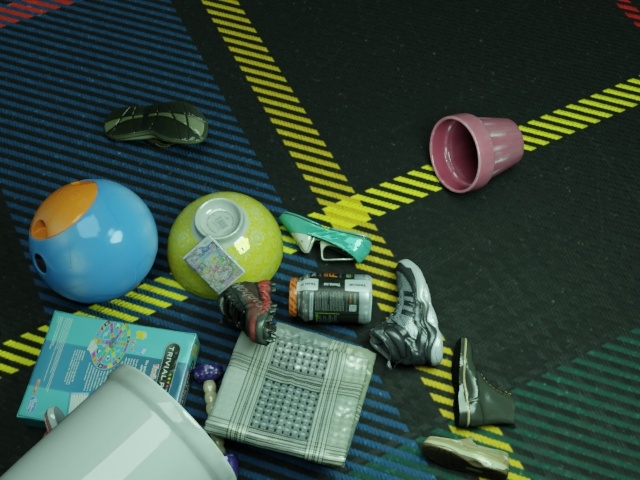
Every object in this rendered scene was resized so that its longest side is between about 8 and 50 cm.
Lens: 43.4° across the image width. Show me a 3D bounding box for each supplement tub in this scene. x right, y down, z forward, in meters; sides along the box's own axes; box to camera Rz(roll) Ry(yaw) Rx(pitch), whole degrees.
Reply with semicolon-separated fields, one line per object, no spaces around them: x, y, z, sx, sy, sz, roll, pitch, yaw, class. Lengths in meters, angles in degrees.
0.023;0.134;1.876;0.191;0.117;0.117;2;61;1;supplement tub

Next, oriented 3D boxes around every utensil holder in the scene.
-0.402;0.470;1.461;0.328;0.327;0.385;38;62;19;utensil holder

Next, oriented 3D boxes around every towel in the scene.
-0.057;0.319;1.759;0.312;0.056;0.324;13;44;8;towel

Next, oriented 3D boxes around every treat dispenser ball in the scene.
-0.521;0.002;1.857;0.288;0.288;0.288;0;61;0;treat dispenser ball

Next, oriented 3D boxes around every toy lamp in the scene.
-0.226;0.406;1.747;0.080;0.080;0.274;-9;61;-5;toy lamp

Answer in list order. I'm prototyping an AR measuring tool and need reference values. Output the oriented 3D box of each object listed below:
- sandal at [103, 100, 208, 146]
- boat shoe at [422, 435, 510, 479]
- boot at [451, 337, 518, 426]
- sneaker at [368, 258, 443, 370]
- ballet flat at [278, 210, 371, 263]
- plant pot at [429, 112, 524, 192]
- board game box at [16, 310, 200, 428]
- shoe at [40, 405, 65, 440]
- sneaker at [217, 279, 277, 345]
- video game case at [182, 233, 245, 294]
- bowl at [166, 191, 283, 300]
-0.432;-0.303;2.150;0.303;0.086;0.120;5;65;20;sandal
0.313;0.454;1.732;0.190;0.068;0.072;20;50;0;boat shoe
0.369;0.320;1.803;0.137;0.077;0.197;3;74;-3;boot
0.180;0.171;1.861;0.153;0.101;0.268;-10;64;-8;sneaker
0.000;0.000;1.976;0.247;0.083;0.087;17;76;12;ballet flat
0.408;-0.235;2.051;0.180;0.201;0.201;-16;61;-26;plant pot
-0.465;0.311;1.799;0.336;0.079;0.253;9;62;5;board game box
-0.565;0.428;1.688;0.081;0.177;0.063;-14;31;-4;shoe
-0.163;0.161;1.794;0.135;0.097;0.276;2;16;-7;sneaker
-0.245;0.056;1.858;0.087;0.011;0.122;-40;102;14;video game case
-0.237;-0.014;1.939;0.290;0.156;0.289;0;61;0;bowl
